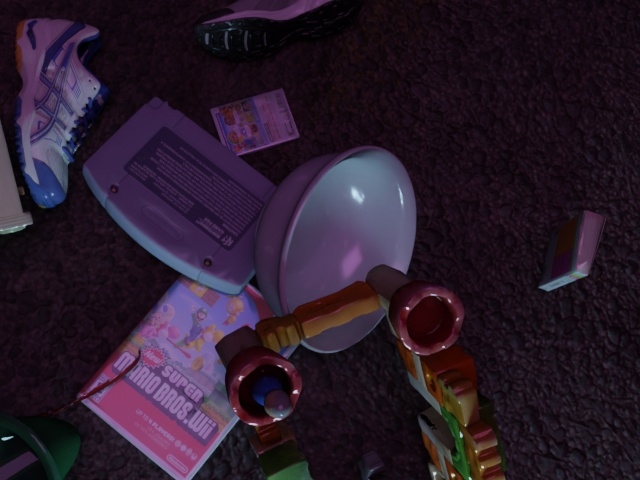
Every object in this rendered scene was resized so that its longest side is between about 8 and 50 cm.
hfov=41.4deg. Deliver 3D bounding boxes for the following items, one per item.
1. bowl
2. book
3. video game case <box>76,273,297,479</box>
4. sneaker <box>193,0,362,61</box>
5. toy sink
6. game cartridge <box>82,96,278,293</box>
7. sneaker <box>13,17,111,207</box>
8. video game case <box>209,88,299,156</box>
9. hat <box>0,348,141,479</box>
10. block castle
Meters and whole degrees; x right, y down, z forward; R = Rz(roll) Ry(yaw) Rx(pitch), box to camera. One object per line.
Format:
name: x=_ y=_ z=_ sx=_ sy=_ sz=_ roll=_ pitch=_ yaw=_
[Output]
bowl: x=0.000 y=0.000 z=1.215 sx=0.134 sy=0.298 sz=0.298 roll=18 pitch=72 yaw=37
book: x=0.377 y=0.019 z=1.292 sx=0.035 sy=0.144 sz=0.096 roll=18 pitch=77 yaw=-3
video game case: x=-0.184 y=0.181 z=1.245 sx=0.204 sy=0.025 sz=0.285 roll=39 pitch=76 yaw=2
sneaker: x=-0.074 y=-0.367 z=1.349 sx=0.272 sy=0.100 sz=0.108 roll=-19 pitch=67 yaw=-15
toy sink: x=-0.479 y=-0.063 z=1.173 sx=0.131 sy=0.153 sz=0.234 roll=-14 pitch=98 yaw=-20
game cartridge: x=-0.195 y=-0.062 z=1.264 sx=0.294 sy=0.060 sz=0.196 roll=38 pitch=61 yaw=2
sneaker: x=-0.378 y=-0.196 z=1.256 sx=0.131 sy=0.112 sz=0.296 roll=-3 pitch=79 yaw=-9
video game case: x=-0.104 y=-0.184 z=1.340 sx=0.122 sy=0.011 sz=0.087 roll=-18 pitch=82 yaw=-11
hat: x=-0.366 y=0.270 z=1.195 sx=0.208 sy=0.183 sz=0.173 roll=-3 pitch=110 yaw=29
block castle: x=0.074 y=0.283 z=1.072 sx=0.303 sy=0.213 sz=0.453 roll=-21 pitch=111 yaw=-12
